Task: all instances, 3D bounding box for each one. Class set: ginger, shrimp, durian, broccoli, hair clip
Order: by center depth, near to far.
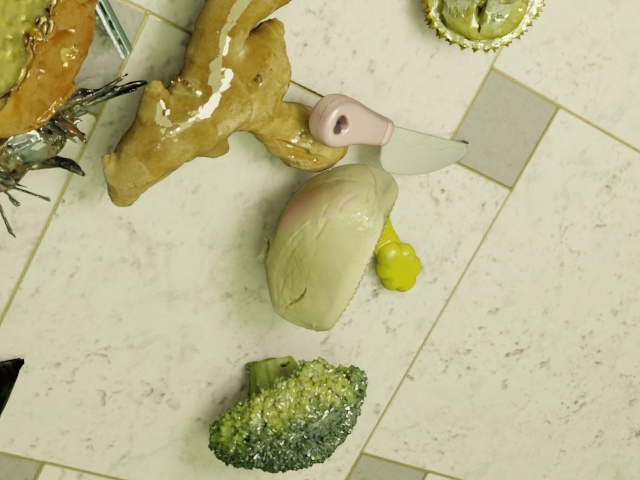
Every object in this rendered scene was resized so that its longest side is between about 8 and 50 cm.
[{"bbox_3d":[-0.380,-0.101,1.264,0.372,0.137,0.172,-13,148,-11],"label":"shrimp"},{"bbox_3d":[-0.118,-0.214,1.314,0.348,0.122,0.363,-24,132,-30],"label":"ginger"},{"bbox_3d":[0.196,-0.341,1.434,0.208,0.102,0.146,29,97,-9],"label":"durian"},{"bbox_3d":[-0.049,0.258,1.553,0.198,0.226,0.176,36,59,-64],"label":"broccoli"},{"bbox_3d":[0.105,0.012,1.576,0.072,0.046,0.173,-30,124,-5],"label":"hair clip"}]

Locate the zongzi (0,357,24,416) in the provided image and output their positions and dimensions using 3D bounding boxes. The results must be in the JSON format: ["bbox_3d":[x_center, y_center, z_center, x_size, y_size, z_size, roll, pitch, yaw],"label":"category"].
[{"bbox_3d":[-0.554,0.274,1.334,0.383,0.362,0.319,-4,124,20],"label":"zongzi"}]

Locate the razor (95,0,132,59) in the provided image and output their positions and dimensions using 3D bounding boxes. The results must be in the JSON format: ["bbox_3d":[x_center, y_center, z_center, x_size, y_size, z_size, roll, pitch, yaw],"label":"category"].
[{"bbox_3d":[-0.352,-0.225,1.256,0.232,0.068,0.106,-28,121,-5],"label":"razor"}]

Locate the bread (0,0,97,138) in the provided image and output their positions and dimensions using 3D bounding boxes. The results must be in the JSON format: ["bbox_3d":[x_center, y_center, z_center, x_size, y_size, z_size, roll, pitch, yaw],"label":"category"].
[{"bbox_3d":[-0.337,-0.231,1.151,0.160,0.147,0.260,15,87,15],"label":"bread"}]

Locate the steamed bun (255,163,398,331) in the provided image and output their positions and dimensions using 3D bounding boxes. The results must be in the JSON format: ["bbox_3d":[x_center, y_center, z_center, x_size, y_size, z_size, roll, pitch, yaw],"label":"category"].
[{"bbox_3d":[0.000,0.000,1.443,0.152,0.170,0.238,22,125,1],"label":"steamed bun"}]

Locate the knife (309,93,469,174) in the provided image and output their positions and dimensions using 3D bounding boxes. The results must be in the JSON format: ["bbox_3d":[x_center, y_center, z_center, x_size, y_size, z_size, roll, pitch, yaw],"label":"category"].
[{"bbox_3d":[0.106,-0.132,1.460,0.336,0.043,0.081,12,106,-47],"label":"knife"}]
